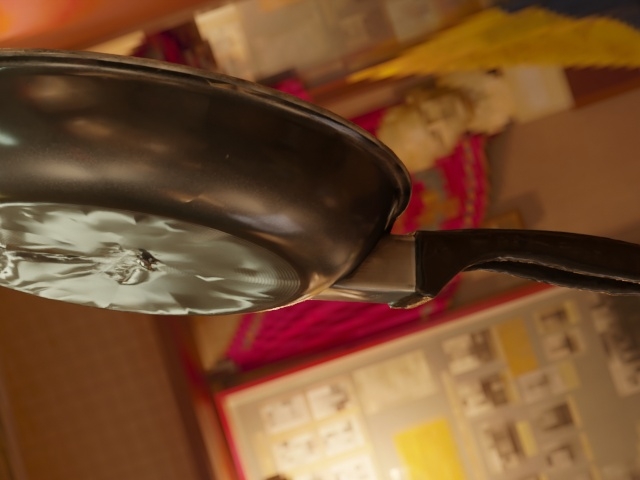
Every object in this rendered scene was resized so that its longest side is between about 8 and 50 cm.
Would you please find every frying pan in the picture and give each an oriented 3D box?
[{"bbox_3d":[-0.023,0.003,0.664,0.326,0.197,0.053,23,-114,-41],"label":"frying pan"}]
